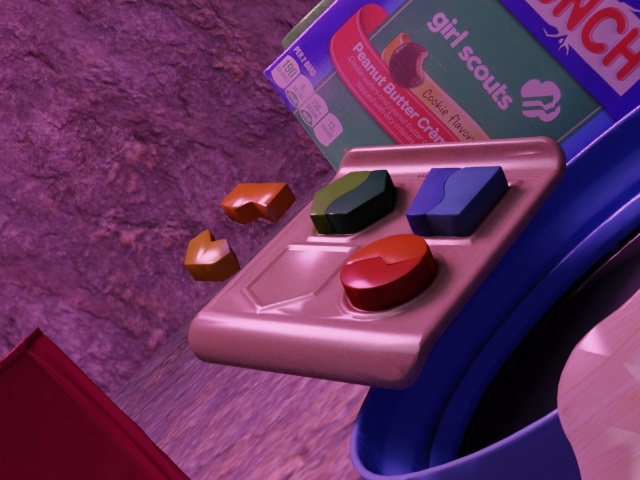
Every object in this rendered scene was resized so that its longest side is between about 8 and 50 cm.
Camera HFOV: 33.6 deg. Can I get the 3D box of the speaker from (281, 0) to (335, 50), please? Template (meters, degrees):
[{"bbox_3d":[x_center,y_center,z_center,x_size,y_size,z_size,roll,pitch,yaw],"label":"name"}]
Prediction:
[{"bbox_3d":[0.100,-0.127,1.072,0.131,0.296,0.131,-43,7,6],"label":"speaker"}]

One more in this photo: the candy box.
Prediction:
[{"bbox_3d":[0.157,-0.139,0.871,0.317,0.268,0.122,-41,-12,22],"label":"candy box"}]

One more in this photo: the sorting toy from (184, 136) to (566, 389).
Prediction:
[{"bbox_3d":[0.000,0.000,0.777,0.307,0.041,0.229,1,41,43],"label":"sorting toy"}]

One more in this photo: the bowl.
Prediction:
[{"bbox_3d":[0.182,0.019,0.612,0.391,0.077,0.391,-44,5,5],"label":"bowl"}]

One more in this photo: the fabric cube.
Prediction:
[{"bbox_3d":[-0.286,0.268,1.035,0.259,0.258,0.254,-44,8,-8],"label":"fabric cube"}]

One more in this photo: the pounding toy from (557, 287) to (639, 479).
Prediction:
[{"bbox_3d":[0.221,0.041,0.335,0.269,0.155,0.154,-50,33,18],"label":"pounding toy"}]
